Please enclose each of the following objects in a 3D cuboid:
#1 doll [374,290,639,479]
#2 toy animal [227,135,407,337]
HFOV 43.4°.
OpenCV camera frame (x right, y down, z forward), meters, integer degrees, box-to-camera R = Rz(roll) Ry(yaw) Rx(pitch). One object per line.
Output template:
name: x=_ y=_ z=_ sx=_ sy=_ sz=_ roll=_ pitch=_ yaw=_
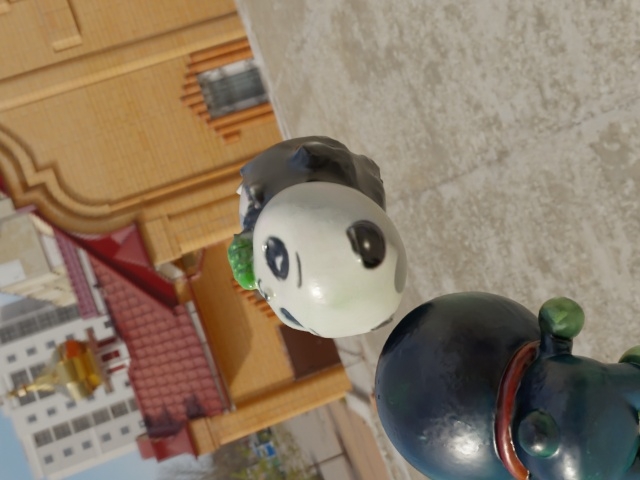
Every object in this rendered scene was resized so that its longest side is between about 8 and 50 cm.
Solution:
doll: x=0.175 y=0.150 z=0.782 sx=0.322 sy=0.186 sz=0.198 roll=-3 pitch=86 yaw=56
toy animal: x=-0.009 y=0.002 z=0.993 sx=0.267 sy=0.212 sz=0.212 roll=-100 pitch=-3 yaw=-55
